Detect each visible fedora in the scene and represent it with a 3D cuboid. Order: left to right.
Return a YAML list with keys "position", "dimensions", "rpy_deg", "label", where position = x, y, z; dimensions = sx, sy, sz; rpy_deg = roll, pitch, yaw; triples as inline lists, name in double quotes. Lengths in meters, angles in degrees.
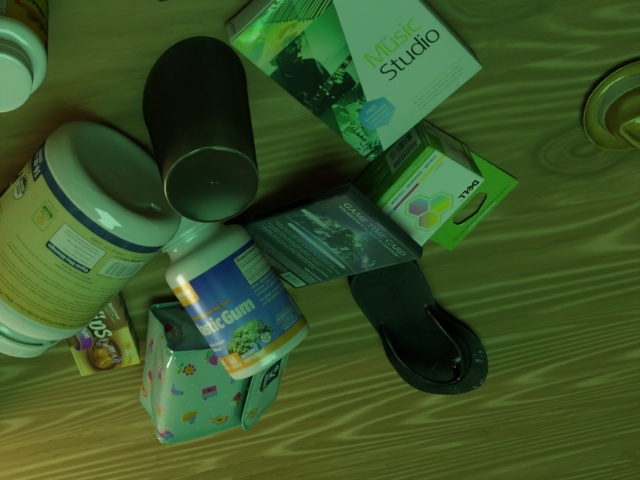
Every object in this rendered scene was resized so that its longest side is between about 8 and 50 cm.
- position: [0.532, -0.205, 1.611]
  dimensions: [0.194, 0.079, 0.194]
  rpy_deg: [-7, 130, -8]
  label: "fedora"

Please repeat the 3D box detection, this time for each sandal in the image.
- position: [0.186, 0.187, 1.831]
  dimensions: [0.167, 0.107, 0.446]
  rpy_deg: [-31, 130, 12]
  label: "sandal"

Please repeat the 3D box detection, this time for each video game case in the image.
- position: [0.000, 0.000, 1.597]
  dimensions: [0.274, 0.026, 0.196]
  rpy_deg: [-16, 138, 38]
  label: "video game case"

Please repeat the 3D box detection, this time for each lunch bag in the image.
- position: [-0.171, 0.221, 1.738]
  dimensions: [0.262, 0.160, 0.223]
  rpy_deg: [-5, 126, -27]
  label: "lunch bag"

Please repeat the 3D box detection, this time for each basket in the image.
- position: [-0.166, -0.141, 1.384]
  dimensions: [0.154, 0.227, 0.204]
  rpy_deg: [6, 128, -19]
  label: "basket"

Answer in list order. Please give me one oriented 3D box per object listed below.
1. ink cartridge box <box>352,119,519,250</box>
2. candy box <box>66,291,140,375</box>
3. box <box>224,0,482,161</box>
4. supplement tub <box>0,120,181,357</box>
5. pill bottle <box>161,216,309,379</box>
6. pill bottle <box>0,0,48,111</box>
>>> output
- position: [0.199, -0.064, 1.631]
  dimensions: [0.255, 0.097, 0.189]
  rpy_deg: [26, 119, -30]
  label: "ink cartridge box"
- position: [-0.383, 0.144, 1.683]
  dimensions: [0.109, 0.053, 0.186]
  rpy_deg: [-12, 132, -5]
  label: "candy box"
- position: [0.054, -0.283, 1.435]
  dimensions: [0.232, 0.058, 0.322]
  rpy_deg: [-40, 127, 19]
  label: "box"
- position: [-0.382, 0.003, 1.447]
  dimensions: [0.228, 0.228, 0.316]
  rpy_deg: [32, 115, -34]
  label: "supplement tub"
- position: [-0.150, 0.071, 1.556]
  dimensions: [0.152, 0.152, 0.272]
  rpy_deg: [-32, 97, 13]
  label: "pill bottle"
- position: [-0.403, -0.253, 1.235]
  dimensions: [0.117, 0.215, 0.117]
  rpy_deg: [-7, 131, -9]
  label: "pill bottle"
